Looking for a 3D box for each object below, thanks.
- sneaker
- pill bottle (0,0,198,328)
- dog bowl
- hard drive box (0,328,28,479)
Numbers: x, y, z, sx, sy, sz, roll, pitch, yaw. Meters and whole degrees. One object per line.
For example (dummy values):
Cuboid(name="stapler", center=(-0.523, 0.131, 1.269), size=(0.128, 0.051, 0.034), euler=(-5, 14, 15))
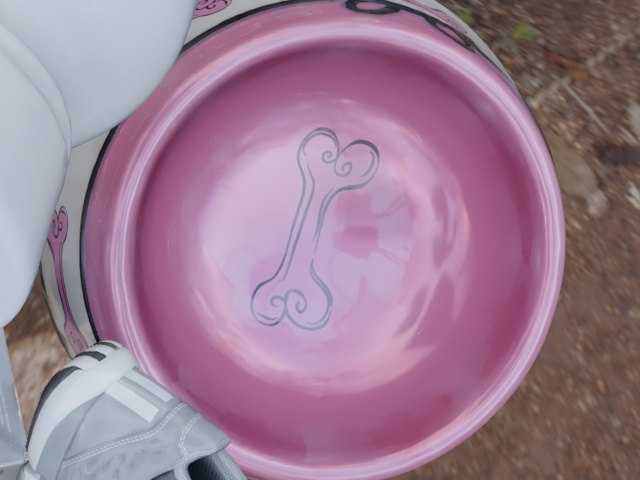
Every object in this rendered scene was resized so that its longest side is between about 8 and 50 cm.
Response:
Cuboid(name="sneaker", center=(-0.102, 0.173, 1.009), size=(0.132, 0.086, 0.228), euler=(29, 125, 16))
Cuboid(name="pill bottle", center=(-0.111, -0.133, 0.561), size=(0.176, 0.176, 0.318), euler=(13, 58, -5))
Cuboid(name="dog bowl", center=(0.000, 0.000, 1.421), size=(0.408, 0.150, 0.408), euler=(-2, 100, -13))
Cuboid(name="hard drive box", center=(-0.282, 0.105, 1.406), size=(0.089, 0.232, 0.181), euler=(-9, 74, -17))
